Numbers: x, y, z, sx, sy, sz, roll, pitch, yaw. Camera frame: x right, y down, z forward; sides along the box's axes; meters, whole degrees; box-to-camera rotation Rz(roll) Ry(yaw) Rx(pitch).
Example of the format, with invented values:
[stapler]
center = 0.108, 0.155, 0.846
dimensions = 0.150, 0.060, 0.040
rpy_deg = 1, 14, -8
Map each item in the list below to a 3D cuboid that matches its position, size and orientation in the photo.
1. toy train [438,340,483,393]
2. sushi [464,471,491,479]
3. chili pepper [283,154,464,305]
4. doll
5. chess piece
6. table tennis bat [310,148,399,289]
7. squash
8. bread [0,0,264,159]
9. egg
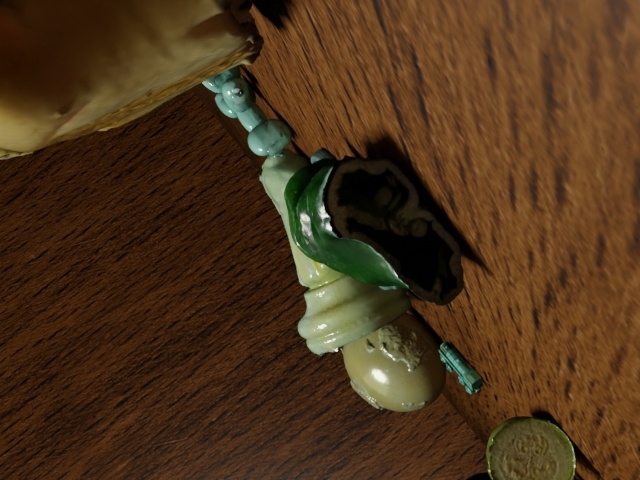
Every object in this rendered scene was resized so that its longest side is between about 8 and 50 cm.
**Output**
[toy train]
center = 0.206, 0.187, 1.427
dimensions = 0.092, 0.029, 0.045
rpy_deg = 51, 171, 32
[sushi]
center = 0.290, 0.394, 1.221
dimensions = 0.238, 0.218, 0.225
rpy_deg = 18, -121, -42
[chili pepper]
center = 0.030, -0.020, 0.854
dimensions = 0.136, 0.099, 0.270
rpy_deg = 27, 177, -14
[doll]
center = -0.099, -0.177, 1.322
dimensions = 0.158, 0.059, 0.159
rpy_deg = 50, 176, 34
[chess piece]
center = 0.000, 0.000, 1.396
dimensions = 0.298, 0.175, 0.176
rpy_deg = 64, 178, 1
[table tennis bat]
center = 0.054, -0.017, 1.178
dimensions = 0.153, 0.040, 0.244
rpy_deg = 49, 172, 40
[squash]
center = 0.240, 0.240, 1.106
dimensions = 0.094, 0.094, 0.224
rpy_deg = 51, -175, 11
[bread]
center = -0.191, -0.182, 0.701
dimensions = 0.316, 0.270, 0.211
rpy_deg = -77, -38, -84
[egg]
center = 0.125, 0.199, 1.610
dimensions = 0.201, 0.164, 0.164
rpy_deg = 43, 172, 47
